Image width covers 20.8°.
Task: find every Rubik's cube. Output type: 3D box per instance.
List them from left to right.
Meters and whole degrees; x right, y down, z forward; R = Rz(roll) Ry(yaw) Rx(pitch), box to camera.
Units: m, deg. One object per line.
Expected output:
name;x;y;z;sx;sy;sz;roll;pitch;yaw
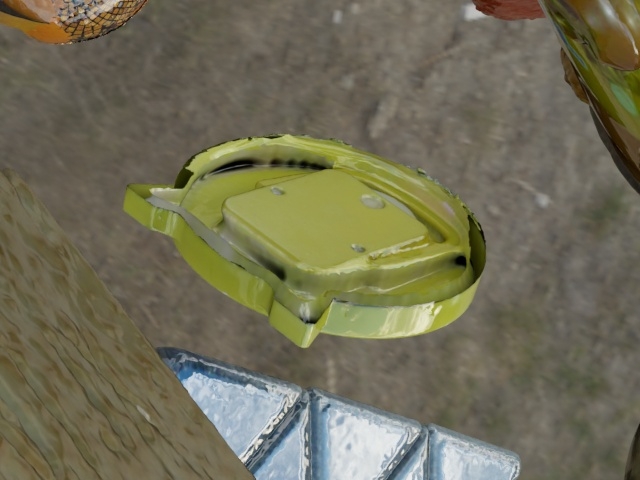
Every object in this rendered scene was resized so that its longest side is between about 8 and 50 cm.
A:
Rubik's cube;-0.055;0.161;0.945;0.229;0.228;0.233;45;111;-8

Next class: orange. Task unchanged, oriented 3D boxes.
orange;-0.270;-0.316;1.769;0.234;0.234;0.182;-35;159;-15

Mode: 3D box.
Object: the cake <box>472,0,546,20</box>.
cake;0.227;-0.276;1.345;0.283;0.151;0.177;-5;81;-2

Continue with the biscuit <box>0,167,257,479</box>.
biscuit;-0.092;0.059;0.558;0.044;0.325;0.217;-40;87;4

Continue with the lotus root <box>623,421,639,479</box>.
lotus root;0.211;0.094;0.800;0.123;0.241;0.124;34;126;7

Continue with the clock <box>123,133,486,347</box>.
clock;0.000;0.003;1.514;0.293;0.277;0.071;-13;130;-39

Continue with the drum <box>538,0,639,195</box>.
drum;0.235;-0.196;0.526;0.431;0.431;0.214;-44;126;-12
